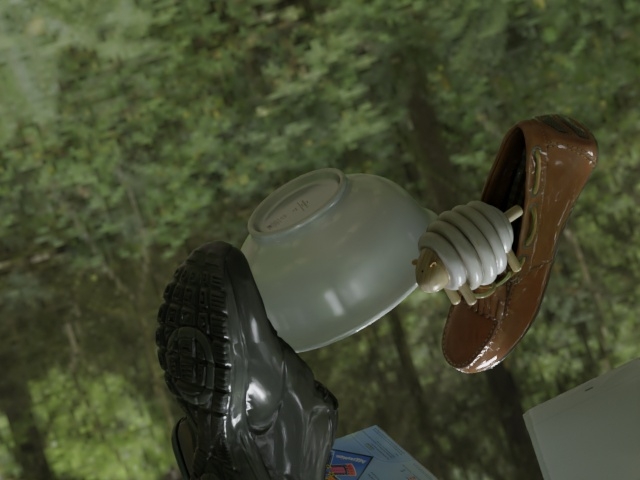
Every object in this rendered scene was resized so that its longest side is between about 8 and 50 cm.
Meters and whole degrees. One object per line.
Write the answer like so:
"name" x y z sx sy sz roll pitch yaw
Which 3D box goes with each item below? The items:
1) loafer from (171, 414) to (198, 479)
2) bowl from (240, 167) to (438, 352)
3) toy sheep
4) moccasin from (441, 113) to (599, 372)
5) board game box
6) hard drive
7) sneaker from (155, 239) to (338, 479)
"loafer" -0.100 0.314 1.652 0.096 0.267 0.084 -14 154 -35
"bowl" 0.000 0.000 1.769 0.298 0.134 0.298 -26 -156 12
"toy sheep" 0.145 0.007 1.336 0.132 0.091 0.091 -35 -176 -21
"moccasin" 0.232 0.012 1.787 0.147 0.139 0.380 -2 131 -31
"board game box" 0.053 0.296 1.658 0.145 0.027 0.281 -16 -166 -14
"hard drive" 0.392 0.304 1.763 0.203 0.307 0.040 -28 131 15
"sneaker" -0.052 0.128 1.147 0.130 0.286 0.109 -22 -154 -32
